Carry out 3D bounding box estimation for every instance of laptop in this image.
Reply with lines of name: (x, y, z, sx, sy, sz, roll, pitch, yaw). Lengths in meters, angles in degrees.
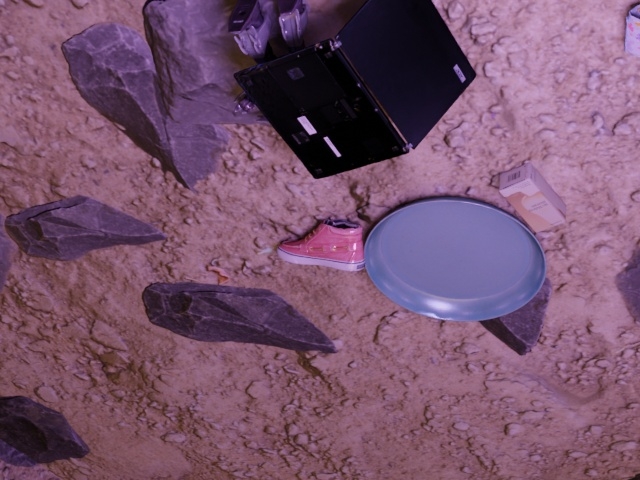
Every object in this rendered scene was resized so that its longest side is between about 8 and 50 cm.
laptop: (0.054, -0.239, 1.608, 0.264, 0.136, 0.234, -15, 133, 30)

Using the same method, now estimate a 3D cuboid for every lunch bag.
lunch bag: (0.460, -0.292, 1.514, 0.083, 0.053, 0.071, -7, 138, 7)

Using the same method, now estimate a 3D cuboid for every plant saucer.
plant saucer: (0.235, 0.028, 1.934, 0.318, 0.043, 0.317, 7, 138, 7)

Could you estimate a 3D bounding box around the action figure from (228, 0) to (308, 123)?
action figure: (-0.050, -0.244, 1.662, 0.185, 0.099, 0.285, -9, 139, 11)

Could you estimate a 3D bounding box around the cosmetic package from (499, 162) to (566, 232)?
cosmetic package: (0.346, -0.069, 1.798, 0.060, 0.041, 0.115, -25, 126, 34)

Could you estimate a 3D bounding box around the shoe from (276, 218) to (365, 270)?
shoe: (0.000, 0.000, 1.953, 0.178, 0.063, 0.081, 9, 108, 32)
